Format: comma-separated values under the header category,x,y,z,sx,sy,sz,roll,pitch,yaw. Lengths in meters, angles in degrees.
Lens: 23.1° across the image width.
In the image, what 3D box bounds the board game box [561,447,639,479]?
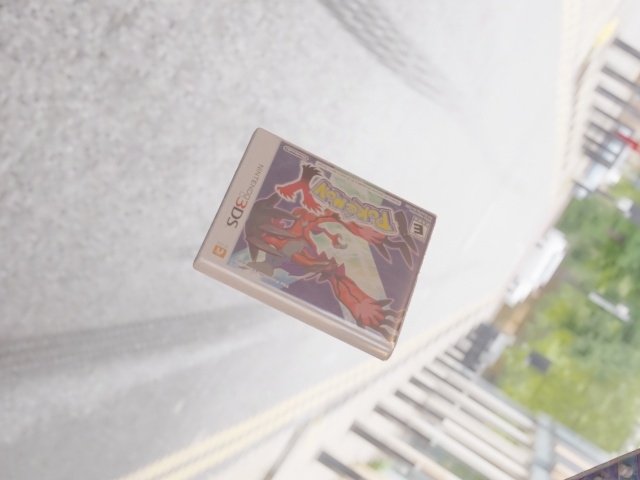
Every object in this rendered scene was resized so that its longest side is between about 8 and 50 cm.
category,x,y,z,sx,sy,sz,roll,pitch,yaw
board game box,0.339,0.406,1.697,0.390,0.050,0.390,-33,-135,41

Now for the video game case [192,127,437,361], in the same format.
category,x,y,z,sx,sy,sz,roll,pitch,yaw
video game case,0.000,0.000,1.482,0.023,0.201,0.183,-57,-171,49
